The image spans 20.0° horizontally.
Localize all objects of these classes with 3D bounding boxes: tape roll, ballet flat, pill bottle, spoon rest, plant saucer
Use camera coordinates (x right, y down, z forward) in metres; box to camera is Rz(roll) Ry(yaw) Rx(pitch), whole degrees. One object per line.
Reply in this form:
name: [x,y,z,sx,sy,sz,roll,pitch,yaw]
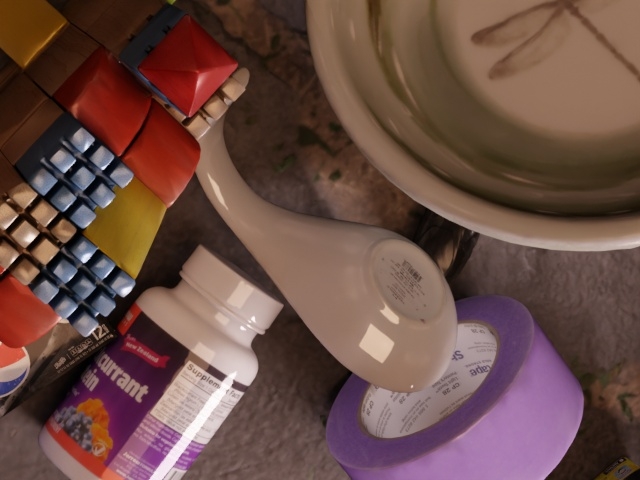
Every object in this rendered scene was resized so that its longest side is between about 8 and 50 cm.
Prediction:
tape roll: [0.103,0.134,1.409,0.189,0.189,0.080,-40,114,-5]
ballet flat: [0.118,-0.042,1.452,0.057,0.049,0.173,29,89,5]
pill bottle: [-0.115,0.103,1.365,0.108,0.108,0.193,36,90,-25]
spoon rest: [0.000,0.000,1.368,0.276,0.084,0.137,49,43,-6]
plant saucer: [0.192,-0.170,1.330,0.400,0.100,0.400,-2,70,7]

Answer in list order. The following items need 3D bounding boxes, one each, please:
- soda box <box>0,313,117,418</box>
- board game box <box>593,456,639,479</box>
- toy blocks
soda box: [-0.236,0.091,1.340,0.169,0.060,0.053,-36,111,-4]
board game box: [0.236,0.291,1.498,0.194,0.194,0.060,-39,114,-5]
toy blocks: [-0.184,-0.033,1.218,0.381,0.261,0.191,-47,115,-2]
